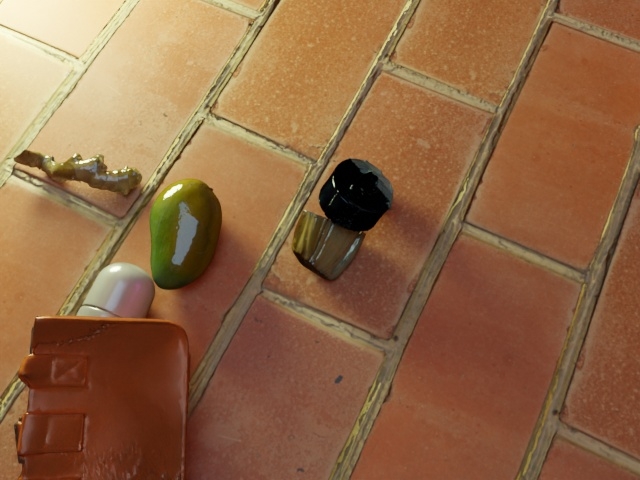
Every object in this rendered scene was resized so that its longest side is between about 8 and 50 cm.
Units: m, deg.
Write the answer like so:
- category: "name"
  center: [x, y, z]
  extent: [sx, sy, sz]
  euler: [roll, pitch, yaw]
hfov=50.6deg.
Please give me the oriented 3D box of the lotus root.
- category: "lotus root"
  center: [0.000, 0.003, 1.478]
  extent: [0.159, 0.095, 0.135]
  euler: [34, 78, -28]

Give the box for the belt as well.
- category: "belt"
  center: [0.084, -0.101, 1.482]
  extent: [0.151, 0.078, 0.198]
  euler: [35, 37, -1]

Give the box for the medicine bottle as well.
- category: "medicine bottle"
  center: [-0.444, 0.204, 1.363]
  extent: [0.130, 0.130, 0.341]
  euler: [18, 69, 8]

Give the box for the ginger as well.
- category: "ginger"
  center: [-0.555, -0.166, 1.556]
  extent: [0.288, 0.075, 0.089]
  euler: [14, 90, 1]

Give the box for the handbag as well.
- category: "handbag"
  center: [-0.394, 0.348, 1.225]
  extent: [0.303, 0.116, 0.410]
  euler: [6, 76, -25]

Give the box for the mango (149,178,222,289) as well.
- category: "mango"
  center: [-0.296, -0.016, 1.466]
  extent: [0.156, 0.114, 0.251]
  euler: [6, 66, -5]
